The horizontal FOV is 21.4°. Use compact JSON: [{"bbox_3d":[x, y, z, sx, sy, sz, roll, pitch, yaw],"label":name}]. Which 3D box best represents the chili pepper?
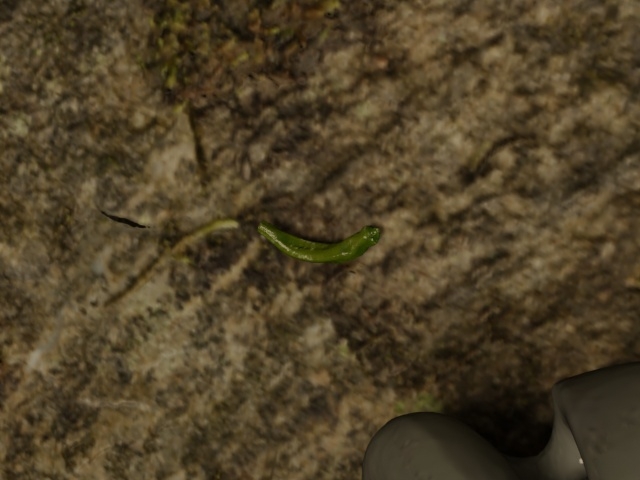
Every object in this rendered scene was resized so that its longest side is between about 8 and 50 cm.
[{"bbox_3d":[0.000,0.000,1.015,0.083,0.017,0.030,-3,106,32],"label":"chili pepper"}]

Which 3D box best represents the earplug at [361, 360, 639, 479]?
[{"bbox_3d":[0.140,0.168,0.903,0.325,0.175,0.214,-29,85,48],"label":"earplug"}]
